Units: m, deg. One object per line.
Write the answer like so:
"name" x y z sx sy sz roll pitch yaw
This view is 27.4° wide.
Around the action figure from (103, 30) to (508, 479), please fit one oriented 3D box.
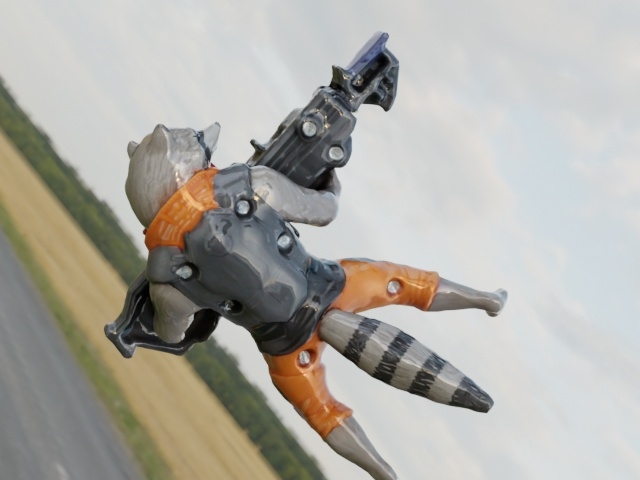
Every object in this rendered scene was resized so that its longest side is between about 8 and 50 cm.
"action figure" 0.000 0.000 1.032 0.330 0.341 0.178 34 1 -11
